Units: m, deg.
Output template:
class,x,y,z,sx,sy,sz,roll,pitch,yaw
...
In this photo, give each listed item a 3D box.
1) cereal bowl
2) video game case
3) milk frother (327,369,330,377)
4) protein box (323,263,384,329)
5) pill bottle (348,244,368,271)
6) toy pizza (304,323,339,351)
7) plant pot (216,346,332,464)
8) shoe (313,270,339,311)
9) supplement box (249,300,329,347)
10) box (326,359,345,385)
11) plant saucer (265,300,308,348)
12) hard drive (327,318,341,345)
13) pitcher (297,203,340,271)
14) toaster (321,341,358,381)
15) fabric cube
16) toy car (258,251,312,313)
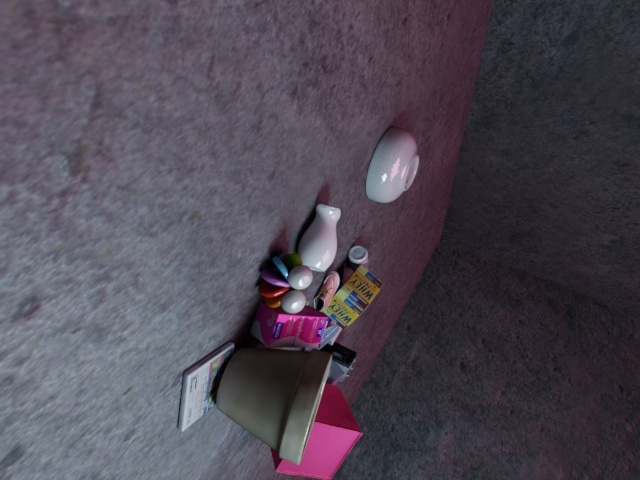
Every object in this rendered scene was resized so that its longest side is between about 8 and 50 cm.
class,x,y,z,sx,sy,sz,roll,pitch,yaw
cereal bowl,0.333,-0.314,1.821,0.339,0.141,0.338,-50,152,-39
video game case,-0.322,0.409,1.188,0.183,0.023,0.201,-27,134,-58
milk frother,-0.058,0.573,1.785,0.129,0.135,0.143,30,70,-37
protein box,0.142,0.249,1.854,0.201,0.136,0.199,-44,172,-45
pill bottle,0.178,0.096,1.932,0.087,0.087,0.160,-57,156,-23
toy pizza,0.002,0.438,1.884,0.201,0.032,0.201,-33,154,-18
plant pot,-0.141,0.452,1.251,0.323,0.281,0.322,16,90,-81
shoe,0.024,0.213,1.726,0.081,0.064,0.177,-34,146,-62
supplement box,-0.097,0.271,1.343,0.220,0.114,0.111,14,96,-42
box,0.006,0.615,1.907,0.156,0.093,0.158,-45,-172,-17
plant saucer,-0.128,0.285,1.478,0.188,0.045,0.188,-65,157,-4
hard drive,0.114,0.343,2.089,0.318,0.040,0.210,-55,155,-28
pitcher,0.000,0.000,1.416,0.177,0.126,0.206,84,22,-77
toaster,0.075,0.595,2.090,0.168,0.186,0.110,-28,139,-69
fabric cube,-0.038,0.727,1.644,0.259,0.258,0.254,26,101,-26
toy car,-0.117,0.121,1.252,0.137,0.159,0.181,7,109,-29
